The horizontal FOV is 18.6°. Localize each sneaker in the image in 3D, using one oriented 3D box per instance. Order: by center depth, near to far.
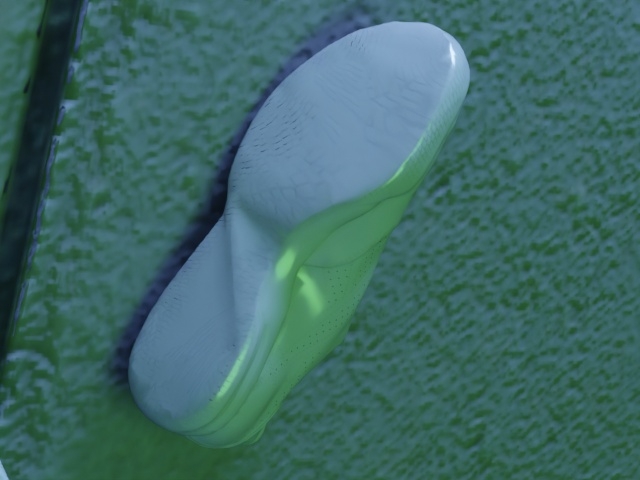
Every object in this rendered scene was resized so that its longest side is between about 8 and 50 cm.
[{"bbox_3d":[0.000,0.000,0.879,0.212,0.080,0.094,-54,146,0],"label":"sneaker"}]

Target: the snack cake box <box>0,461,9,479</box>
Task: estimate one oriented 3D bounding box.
[{"bbox_3d":[-0.196,-0.002,0.543,0.089,0.264,0.152,-24,167,-32],"label":"snack cake box"}]
